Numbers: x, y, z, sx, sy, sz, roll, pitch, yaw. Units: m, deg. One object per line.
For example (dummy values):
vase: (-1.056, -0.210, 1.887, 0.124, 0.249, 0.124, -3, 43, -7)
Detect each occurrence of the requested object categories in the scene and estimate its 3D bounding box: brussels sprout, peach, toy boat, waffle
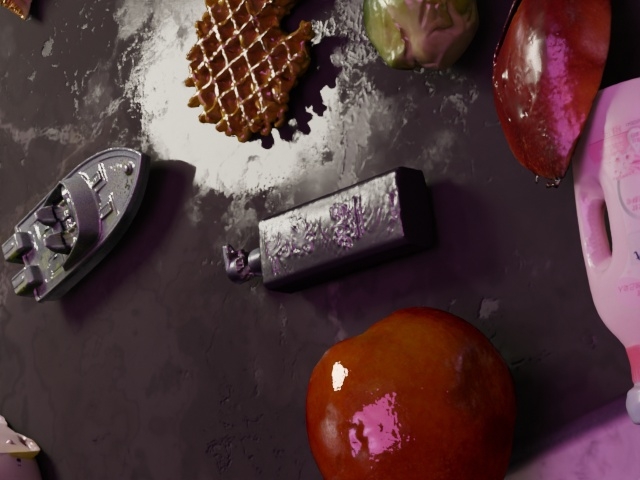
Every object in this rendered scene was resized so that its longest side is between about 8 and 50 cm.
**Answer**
brussels sprout: (0.119, -0.272, 1.406, 0.155, 0.117, 0.155, 17, 115, 40)
peach: (0.104, 0.194, 1.282, 0.244, 0.199, 0.243, -9, 70, 26)
peach: (0.225, -0.183, 1.272, 0.189, 0.068, 0.279, 131, 150, -54)
toy boat: (-0.357, -0.036, 1.806, 0.319, 0.092, 0.141, -39, 61, 30)
waffle: (-0.098, -0.252, 1.640, 0.229, 0.051, 0.231, 24, 100, 41)

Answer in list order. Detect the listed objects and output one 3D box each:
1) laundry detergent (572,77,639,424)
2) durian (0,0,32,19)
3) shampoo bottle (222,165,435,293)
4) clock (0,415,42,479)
laundry detergent: (0.324, 0.012, 1.190, 0.159, 0.088, 0.335, -17, 72, 50)
durian: (-0.516, -0.480, 2.034, 0.132, 0.165, 0.182, 11, 119, 4)
shampoo bottle: (0.000, 0.001, 1.497, 0.309, 0.071, 0.098, -20, 72, 40)
clock: (-0.610, 0.457, 1.841, 0.368, 0.251, 0.376, 23, 98, 42)
